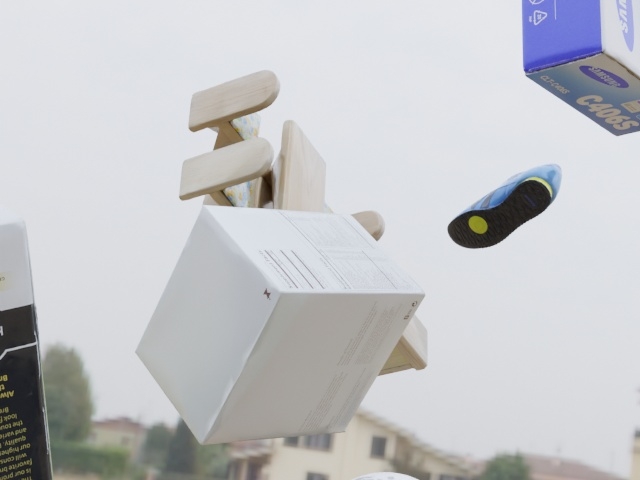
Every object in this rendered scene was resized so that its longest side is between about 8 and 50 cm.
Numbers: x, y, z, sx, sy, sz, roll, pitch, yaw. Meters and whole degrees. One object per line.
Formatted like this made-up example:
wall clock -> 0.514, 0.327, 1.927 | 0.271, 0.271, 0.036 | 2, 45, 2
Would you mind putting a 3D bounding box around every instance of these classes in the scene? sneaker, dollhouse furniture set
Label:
sneaker -> 0.283, -0.053, 1.934 | 0.069, 0.082, 0.209 | 49, -48, -8
dollhouse furniture set -> 0.000, 0.000, 1.817 | 0.257, 0.394, 0.362 | -15, -41, 22

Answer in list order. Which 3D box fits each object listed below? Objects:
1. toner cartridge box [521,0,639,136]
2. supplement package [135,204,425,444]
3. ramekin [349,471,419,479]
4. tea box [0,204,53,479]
toner cartridge box -> 0.238, -0.279, 1.070 | 0.075, 0.347, 0.165 | -11, -20, 38
supplement package -> -0.043, 0.085, 1.311 | 0.203, 0.194, 0.149 | 3, 34, -44
ramekin -> 0.106, 0.436, 1.591 | 0.277, 0.277, 0.135 | 14, -8, -27
tea box -> -0.427, 0.139, 1.101 | 0.329, 0.323, 0.220 | -10, 16, -31
